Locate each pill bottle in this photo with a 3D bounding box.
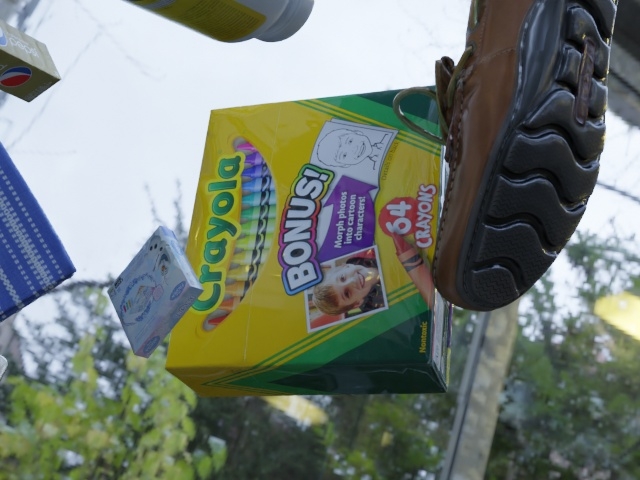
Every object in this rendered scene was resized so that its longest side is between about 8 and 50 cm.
[{"bbox_3d":[-0.083,-0.205,0.768,0.103,0.103,0.184,0,-6,32],"label":"pill bottle"}]

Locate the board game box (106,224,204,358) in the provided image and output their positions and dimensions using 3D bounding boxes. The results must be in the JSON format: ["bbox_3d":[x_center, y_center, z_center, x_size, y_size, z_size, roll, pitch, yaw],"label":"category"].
[{"bbox_3d":[-0.157,0.048,0.979,0.020,0.090,0.090,24,-66,-43],"label":"board game box"}]

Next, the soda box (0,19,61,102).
[{"bbox_3d":[-0.398,-0.230,1.265,0.058,0.061,0.181,-32,-19,13],"label":"soda box"}]

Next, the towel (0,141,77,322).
[{"bbox_3d":[-0.447,0.020,1.044,0.243,0.336,0.040,60,-21,-9],"label":"towel"}]

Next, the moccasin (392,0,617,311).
[{"bbox_3d":[0.157,-0.125,0.893,0.139,0.380,0.147,17,-12,-39],"label":"moccasin"}]

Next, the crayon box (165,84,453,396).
[{"bbox_3d":[0.000,0.000,1.254,0.313,0.363,0.106,-3,-29,18],"label":"crayon box"}]

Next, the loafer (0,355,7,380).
[{"bbox_3d":[-0.541,0.226,1.531,0.102,0.268,0.092,-40,-73,9],"label":"loafer"}]
